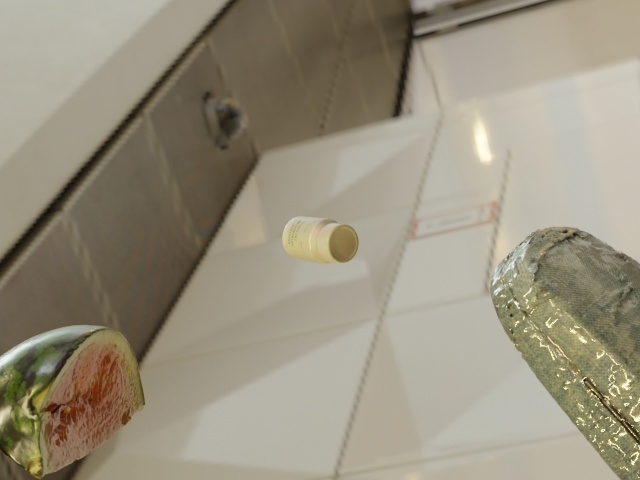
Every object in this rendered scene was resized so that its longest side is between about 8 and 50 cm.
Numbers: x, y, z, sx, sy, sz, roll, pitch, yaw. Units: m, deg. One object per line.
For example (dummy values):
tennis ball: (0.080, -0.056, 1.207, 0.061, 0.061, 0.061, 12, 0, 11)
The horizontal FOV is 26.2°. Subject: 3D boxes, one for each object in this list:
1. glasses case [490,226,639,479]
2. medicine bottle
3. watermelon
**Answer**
glasses case: (0.192, 0.102, 0.659, 0.282, 0.067, 0.109, 47, -150, 16)
medicine bottle: (0.000, 0.000, 1.561, 0.052, 0.089, 0.052, -4, -83, -35)
watermelon: (-0.300, 0.161, 1.666, 0.159, 0.128, 0.303, 42, -166, 7)
